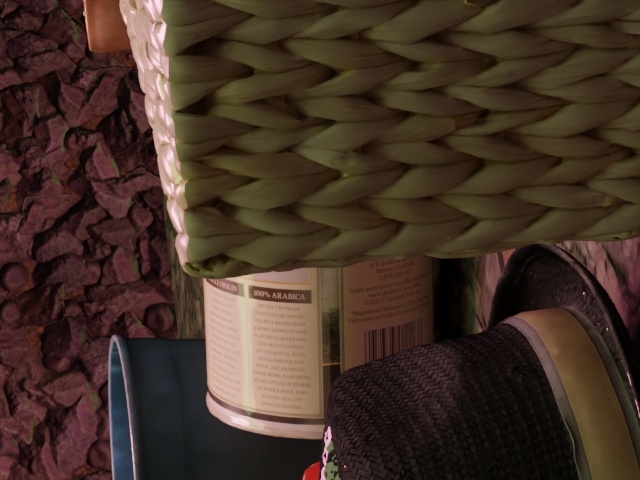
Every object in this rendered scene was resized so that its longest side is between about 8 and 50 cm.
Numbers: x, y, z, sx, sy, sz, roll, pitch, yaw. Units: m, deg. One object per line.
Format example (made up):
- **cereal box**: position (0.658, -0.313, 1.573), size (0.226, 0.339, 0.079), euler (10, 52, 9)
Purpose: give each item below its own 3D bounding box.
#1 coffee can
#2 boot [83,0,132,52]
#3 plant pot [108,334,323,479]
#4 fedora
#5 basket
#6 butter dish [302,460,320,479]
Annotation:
- **coffee can**: position (0.000, 0.000, 1.594), size (0.201, 0.201, 0.275), euler (-128, 36, -72)
- **boot**: position (-0.076, -0.189, 1.750), size (0.089, 0.269, 0.236), euler (107, 157, -67)
- **plant pot**: position (-0.065, 0.215, 1.876), size (0.271, 0.255, 0.271), euler (176, 90, -79)
- **fedora**: position (0.082, 0.163, 1.060), size (0.334, 0.152, 0.334), euler (176, 90, -80)
- **basket**: position (0.058, -0.177, 0.886), size (0.328, 0.331, 0.266), euler (-108, 16, -55)
- **butter dish**: position (0.083, 0.230, 1.463), size (0.118, 0.160, 0.160), euler (63, -171, -47)
